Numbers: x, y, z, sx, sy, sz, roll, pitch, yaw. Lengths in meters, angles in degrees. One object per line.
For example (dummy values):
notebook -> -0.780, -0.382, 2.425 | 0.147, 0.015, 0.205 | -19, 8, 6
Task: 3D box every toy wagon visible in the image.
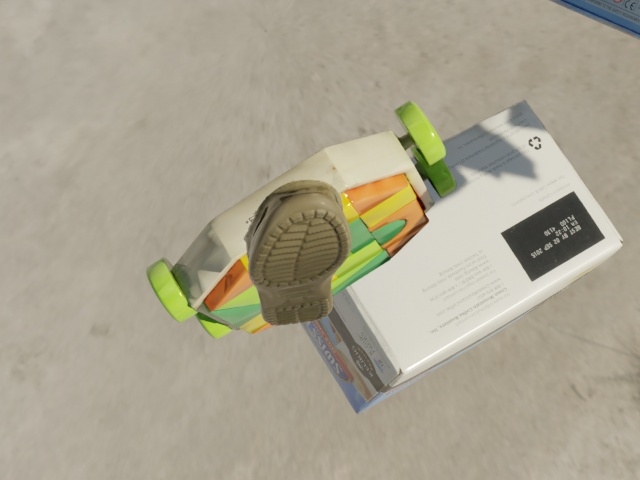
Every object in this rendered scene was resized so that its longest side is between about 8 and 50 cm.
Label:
toy wagon -> 0.000, 0.000, 1.256 | 0.267, 0.344, 0.068 | -32, 75, 3

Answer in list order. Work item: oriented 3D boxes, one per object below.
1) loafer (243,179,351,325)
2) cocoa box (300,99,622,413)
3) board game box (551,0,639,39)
loafer -> -0.017, 0.001, 0.752 | 0.056, 0.148, 0.050 | -9, 67, -11
cocoa box -> 0.150, 0.023, 1.761 | 0.347, 0.228, 0.231 | -28, 80, -21
board game box -> 0.225, -0.216, 0.803 | 0.039, 0.160, 0.211 | 14, 106, -46
